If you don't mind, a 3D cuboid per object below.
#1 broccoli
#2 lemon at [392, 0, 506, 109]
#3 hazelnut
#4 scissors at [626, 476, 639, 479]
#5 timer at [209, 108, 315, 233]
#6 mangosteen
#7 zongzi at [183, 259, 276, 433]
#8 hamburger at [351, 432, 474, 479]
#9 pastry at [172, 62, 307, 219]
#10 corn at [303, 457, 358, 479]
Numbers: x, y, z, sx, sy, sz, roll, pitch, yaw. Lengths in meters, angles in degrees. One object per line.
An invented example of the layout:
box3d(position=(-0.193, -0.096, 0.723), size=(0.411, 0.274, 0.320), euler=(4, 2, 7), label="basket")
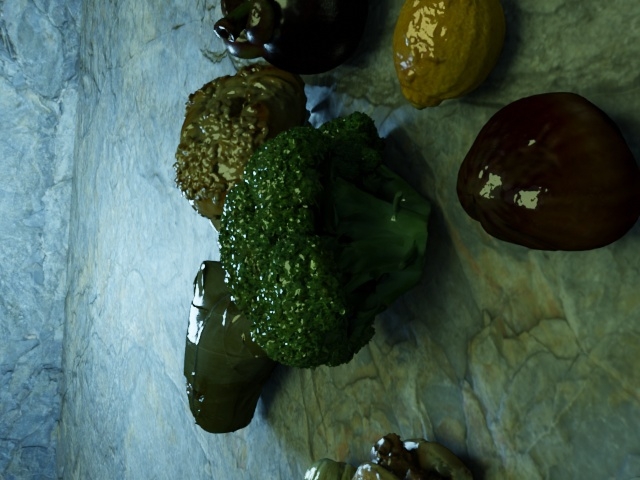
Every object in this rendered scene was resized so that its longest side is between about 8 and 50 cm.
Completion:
box3d(position=(0.001, 0.007, 1.047), size=(0.321, 0.310, 0.413), euler=(-52, 14, 37), label="broccoli")
box3d(position=(0.162, -0.256, 0.919), size=(0.142, 0.142, 0.187), euler=(47, 127, 47), label="lemon")
box3d(position=(0.244, -0.069, 0.769), size=(0.204, 0.178, 0.178), euler=(54, 134, 43), label="hazelnut")
box3d(position=(0.308, 0.311, 0.804), size=(0.101, 0.027, 0.204), euler=(64, 142, 30), label="scissors")
box3d(position=(-0.071, -0.109, 1.323), size=(0.266, 0.175, 0.175), euler=(-57, 42, 15), label="timer")
box3d(position=(-0.052, -0.373, 1.143), size=(0.228, 0.265, 0.228), euler=(43, 145, 40), label="mangosteen")
box3d(position=(-0.144, 0.255, 1.382), size=(0.393, 0.174, 0.356), euler=(28, 115, 57), label="zongzi")
box3d(position=(0.104, 0.402, 1.014), size=(0.282, 0.155, 0.245), euler=(-33, 61, 56), label="hamburger")
box3d(position=(-0.147, -0.187, 1.241), size=(0.255, 0.162, 0.311), euler=(-22, 44, 32), label="pastry")
box3d(position=(0.001, 0.510, 1.148), size=(0.123, 0.122, 0.305), euler=(-9, 60, 44), label="corn")
